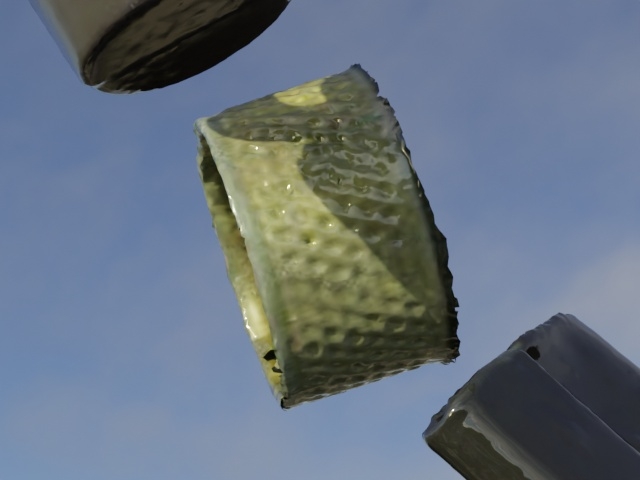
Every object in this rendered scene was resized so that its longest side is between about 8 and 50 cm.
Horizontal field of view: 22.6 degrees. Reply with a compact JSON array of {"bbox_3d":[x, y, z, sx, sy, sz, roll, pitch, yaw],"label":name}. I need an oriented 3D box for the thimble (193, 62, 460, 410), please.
[{"bbox_3d":[0.000,0.000,1.332,0.150,0.271,0.271,-18,-19,-8],"label":"thimble"}]

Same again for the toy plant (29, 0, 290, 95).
[{"bbox_3d":[-0.172,-0.285,0.983,0.185,0.400,0.279,-12,-21,-48],"label":"toy plant"}]

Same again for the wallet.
[{"bbox_3d":[0.255,0.201,0.899,0.062,0.406,0.228,-57,-16,22],"label":"wallet"}]
